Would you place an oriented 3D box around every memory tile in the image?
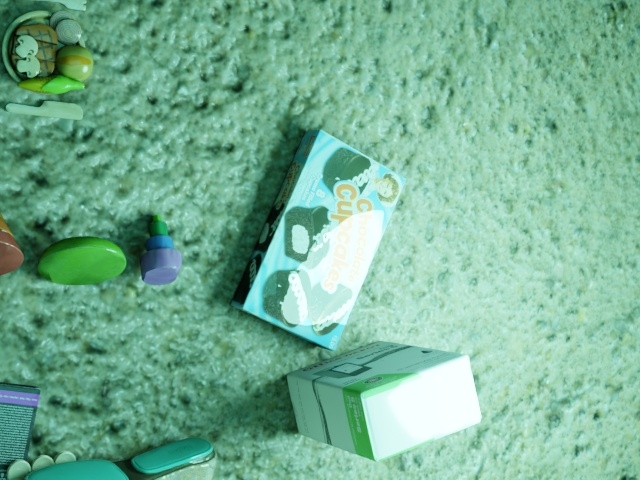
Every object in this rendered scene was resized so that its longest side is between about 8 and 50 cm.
[{"bbox_3d":[-0.414,0.391,1.587,0.113,0.012,0.148,-5,98,-42],"label":"memory tile"}]

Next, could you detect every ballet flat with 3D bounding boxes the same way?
[{"bbox_3d":[-0.296,0.382,1.606,0.316,0.107,0.106,-4,110,-32],"label":"ballet flat"}]

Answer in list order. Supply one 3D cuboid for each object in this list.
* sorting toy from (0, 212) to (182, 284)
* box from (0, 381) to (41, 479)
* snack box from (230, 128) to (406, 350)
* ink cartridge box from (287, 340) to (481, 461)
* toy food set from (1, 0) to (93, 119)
[{"bbox_3d":[-0.379,-0.014,1.575,0.365,0.127,0.126,6,60,-30],"label":"sorting toy"},{"bbox_3d":[-0.483,0.287,1.556,0.116,0.029,0.162,13,85,-28],"label":"box"},{"bbox_3d":[0.000,0.000,1.772,0.187,0.060,0.322,27,80,-26],"label":"snack box"},{"bbox_3d":[0.094,0.251,1.714,0.198,0.273,0.115,-16,97,-26],"label":"ink cartridge box"},{"bbox_3d":[-0.400,-0.278,1.568,0.132,0.038,0.192,1,92,-27],"label":"toy food set"}]
